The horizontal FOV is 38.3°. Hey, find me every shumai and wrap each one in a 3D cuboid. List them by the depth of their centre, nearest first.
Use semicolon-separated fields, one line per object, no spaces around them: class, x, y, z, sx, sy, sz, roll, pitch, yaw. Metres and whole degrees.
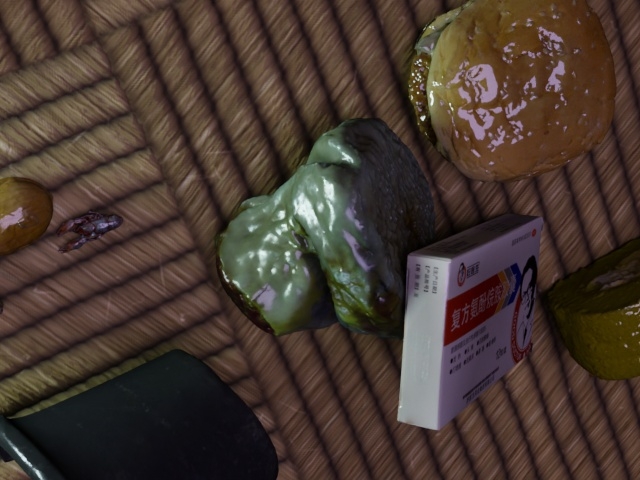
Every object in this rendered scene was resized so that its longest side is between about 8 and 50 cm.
shumai;0.000;0.000;1.219;0.263;0.304;0.309;-13;117;20

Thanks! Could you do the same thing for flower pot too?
flower pot;-0.201;0.299;1.152;0.251;0.379;0.379;-38;112;-25

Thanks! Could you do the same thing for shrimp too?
shrimp;-0.300;-0.016;1.178;0.092;0.029;0.038;-29;110;-6

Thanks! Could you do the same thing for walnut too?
walnut;-0.387;-0.027;1.135;0.121;0.052;0.091;-30;107;-11

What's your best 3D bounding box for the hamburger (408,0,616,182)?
hamburger;0.263;-0.210;1.254;0.283;0.144;0.260;-24;111;-5

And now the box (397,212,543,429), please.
box;0.209;0.093;1.233;0.353;0.069;0.214;-20;115;-59

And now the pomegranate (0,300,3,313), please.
pomegranate;-0.471;0.060;1.107;0.125;0.163;0.138;14;82;18

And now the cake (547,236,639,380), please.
cake;0.486;0.094;1.372;0.260;0.179;0.156;-29;110;-8
